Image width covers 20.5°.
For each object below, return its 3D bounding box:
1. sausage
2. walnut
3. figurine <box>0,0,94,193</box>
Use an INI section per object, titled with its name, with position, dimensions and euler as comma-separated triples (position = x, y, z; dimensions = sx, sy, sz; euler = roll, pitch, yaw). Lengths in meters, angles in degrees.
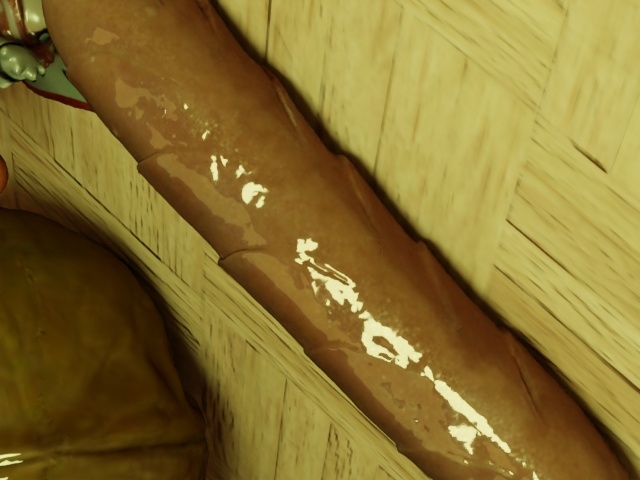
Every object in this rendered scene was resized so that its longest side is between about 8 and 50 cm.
[sausage]
position = -0.002, 0.001, 0.879
dimensions = 0.433, 0.088, 0.088
euler = 48, 155, 8
[walnut]
position = -0.240, 0.152, 1.214
dimensions = 0.398, 0.308, 0.354
euler = -7, 97, 64
[figurine]
position = -0.254, -0.094, 1.011
dimensions = 0.160, 0.226, 0.183
euler = 19, 140, 51
